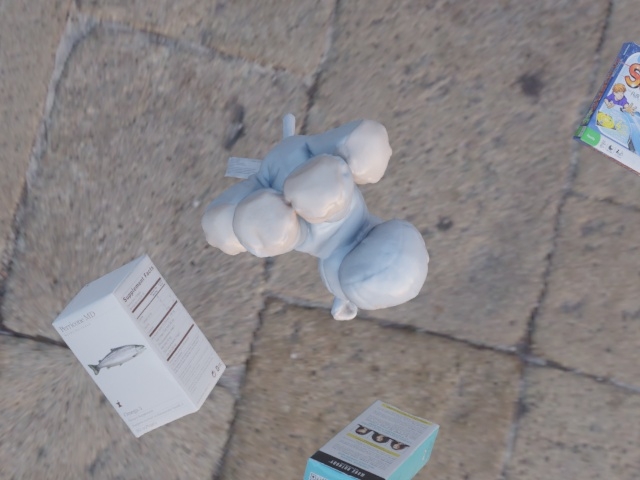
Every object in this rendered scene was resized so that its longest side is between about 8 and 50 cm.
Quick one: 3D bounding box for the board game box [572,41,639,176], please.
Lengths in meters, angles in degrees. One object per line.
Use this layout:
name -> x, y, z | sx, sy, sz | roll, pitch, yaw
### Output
board game box -> 0.431, -0.137, 1.683 | 0.201, 0.035, 0.136 | 27, 91, -9

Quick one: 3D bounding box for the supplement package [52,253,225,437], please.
supplement package -> -0.218, 0.128, 1.656 | 0.105, 0.105, 0.179 | -26, 106, 29

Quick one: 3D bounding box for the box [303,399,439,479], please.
box -> 0.070, 0.293, 1.826 | 0.100, 0.244, 0.060 | 21, 110, 19

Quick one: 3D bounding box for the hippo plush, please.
hippo plush -> 0.000, 0.000, 1.697 | 0.234, 0.294, 0.237 | -40, 110, -19
